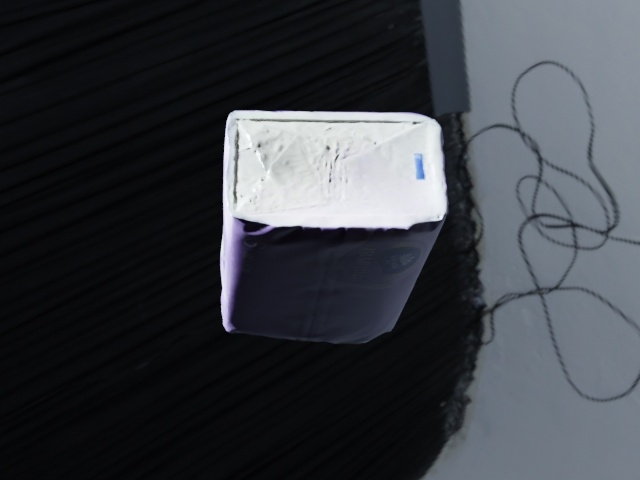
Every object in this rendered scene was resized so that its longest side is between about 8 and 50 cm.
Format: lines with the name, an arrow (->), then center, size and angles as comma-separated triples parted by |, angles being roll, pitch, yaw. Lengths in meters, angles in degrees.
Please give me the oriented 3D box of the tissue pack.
tissue pack -> 0.000, 0.000, 1.062 | 0.338, 0.242, 0.160 | 102, 168, -61
